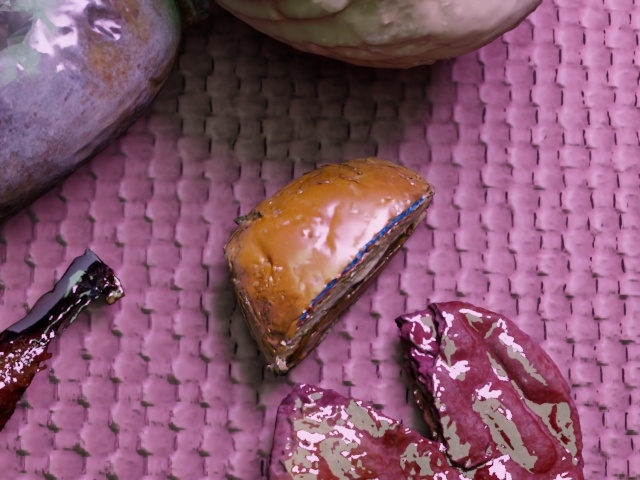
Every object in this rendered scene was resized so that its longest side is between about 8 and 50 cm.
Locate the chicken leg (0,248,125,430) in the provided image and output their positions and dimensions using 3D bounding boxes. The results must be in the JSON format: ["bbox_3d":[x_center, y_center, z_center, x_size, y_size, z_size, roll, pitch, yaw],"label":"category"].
[{"bbox_3d":[-0.242,0.085,1.122,0.253,0.051,0.106,-20,72,-16],"label":"chicken leg"}]

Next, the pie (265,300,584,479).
[{"bbox_3d":[0.072,0.151,1.141,0.218,0.054,0.204,-19,76,-15],"label":"pie"}]

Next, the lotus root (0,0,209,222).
[{"bbox_3d":[-0.229,-0.096,1.119,0.175,0.175,0.349,45,73,7],"label":"lotus root"}]

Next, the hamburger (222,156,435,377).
[{"bbox_3d":[-0.008,-0.001,1.156,0.102,0.087,0.176,40,75,4],"label":"hamburger"}]

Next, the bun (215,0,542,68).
[{"bbox_3d":[0.007,-0.273,1.148,0.227,0.349,0.352,-31,93,28],"label":"bun"}]
